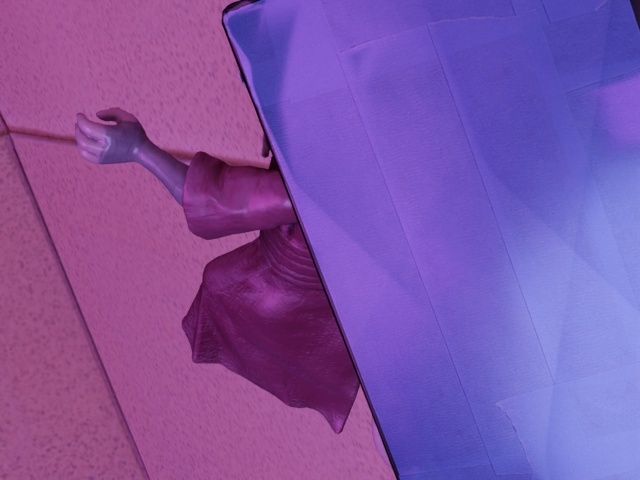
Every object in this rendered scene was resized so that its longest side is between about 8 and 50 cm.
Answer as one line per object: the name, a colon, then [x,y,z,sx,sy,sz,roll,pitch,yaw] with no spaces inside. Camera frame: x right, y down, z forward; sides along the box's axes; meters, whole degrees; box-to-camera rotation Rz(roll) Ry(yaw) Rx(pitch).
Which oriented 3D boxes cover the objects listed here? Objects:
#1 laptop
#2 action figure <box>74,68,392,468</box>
laptop: [0.150,0.023,0.983,0.408,0.236,0.382,-141,29,-76]
action figure: [0.000,0.000,1.332,0.276,0.248,0.370,52,159,28]
